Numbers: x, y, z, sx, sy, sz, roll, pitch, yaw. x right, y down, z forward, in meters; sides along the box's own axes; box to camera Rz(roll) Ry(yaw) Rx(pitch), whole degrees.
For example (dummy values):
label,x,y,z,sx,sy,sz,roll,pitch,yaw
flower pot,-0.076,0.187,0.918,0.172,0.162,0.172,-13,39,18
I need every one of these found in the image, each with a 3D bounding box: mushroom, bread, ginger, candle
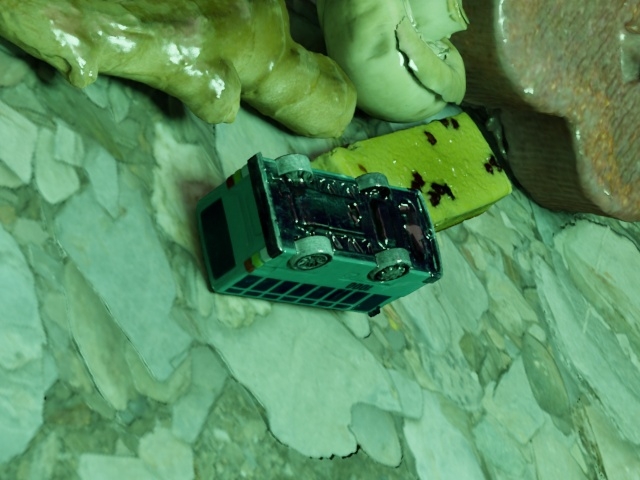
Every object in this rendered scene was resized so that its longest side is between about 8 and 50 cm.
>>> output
label,x,y,z,sx,sy,sz,roll,pitch,yaw
mushroom,0.061,-0.168,1.331,0.154,0.122,0.154,51,20,-27
bread,0.071,-0.045,1.322,0.226,0.049,0.088,-22,81,-56
ginger,-0.090,-0.142,1.169,0.333,0.081,0.148,-5,87,-52
candle,0.252,-0.182,1.469,0.287,0.131,0.317,-51,125,-22

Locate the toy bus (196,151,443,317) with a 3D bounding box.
label,x,y,z,sx,sy,sz,roll,pitch,yaw
toy bus,0.000,0.000,1.151,0.160,0.092,0.079,9,58,-42
